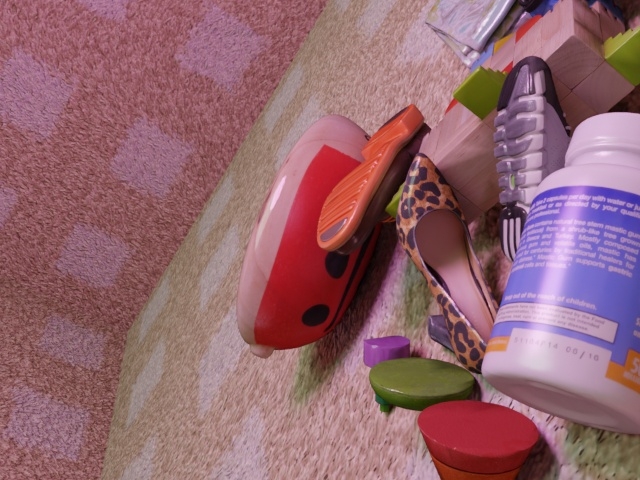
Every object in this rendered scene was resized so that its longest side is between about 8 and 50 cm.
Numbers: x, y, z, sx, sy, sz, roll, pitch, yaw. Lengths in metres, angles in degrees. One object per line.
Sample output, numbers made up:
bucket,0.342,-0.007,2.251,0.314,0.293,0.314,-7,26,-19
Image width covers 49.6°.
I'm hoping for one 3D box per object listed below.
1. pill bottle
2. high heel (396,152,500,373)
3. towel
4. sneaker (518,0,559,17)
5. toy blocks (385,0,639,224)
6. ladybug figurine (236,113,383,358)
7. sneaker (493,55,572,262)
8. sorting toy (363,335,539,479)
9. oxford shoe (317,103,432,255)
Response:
pill bottle,0.260,0.024,0.646,0.152,0.152,0.272,-14,51,64
high heel,0.169,0.023,0.828,0.186,0.093,0.262,-156,54,-74
towel,0.341,-0.495,1.221,0.375,0.090,0.321,-54,22,20
sneaker,0.352,-0.361,1.021,0.058,0.084,0.152,-62,20,-2
toy blocks,0.264,-0.194,0.937,0.381,0.190,0.261,-45,14,39
ladybug figurine,0.000,0.000,1.208,0.450,0.161,0.305,-68,-20,-9
sneaker,0.271,-0.087,0.778,0.086,0.132,0.229,-159,69,-76
sorting toy,0.128,0.224,0.830,0.365,0.126,0.126,-147,56,-73
oxford shoe,0.112,-0.079,1.056,0.130,0.133,0.364,-32,16,44
